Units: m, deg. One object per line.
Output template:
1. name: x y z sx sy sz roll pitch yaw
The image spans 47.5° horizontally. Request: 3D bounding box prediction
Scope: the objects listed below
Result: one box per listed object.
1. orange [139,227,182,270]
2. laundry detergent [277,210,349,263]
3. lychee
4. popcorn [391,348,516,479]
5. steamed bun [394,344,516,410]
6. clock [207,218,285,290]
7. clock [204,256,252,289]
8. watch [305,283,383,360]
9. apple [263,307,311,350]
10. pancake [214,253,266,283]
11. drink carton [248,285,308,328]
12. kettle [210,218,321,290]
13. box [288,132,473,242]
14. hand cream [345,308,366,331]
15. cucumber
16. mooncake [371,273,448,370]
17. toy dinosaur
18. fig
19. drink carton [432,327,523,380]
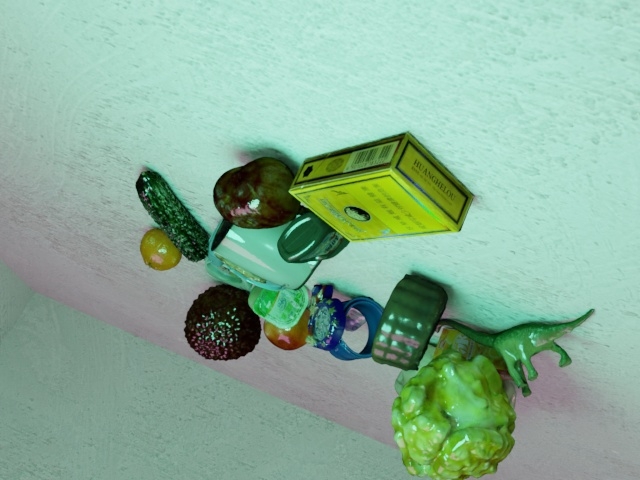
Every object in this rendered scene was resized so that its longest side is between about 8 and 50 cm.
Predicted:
1. orange: -0.486 0.031 2.217 0.135 0.117 0.135 16 159 6
2. laundry detergent: 0.000 0.000 1.585 0.078 0.144 0.222 52 -165 18
3. lychee: -0.309 0.267 2.398 0.264 0.300 0.264 31 131 44
4. popcorn: 0.307 0.397 1.647 0.335 0.274 0.279 -6 -146 -46
5. steamed bun: 0.369 0.468 2.094 0.339 0.247 0.352 24 162 9
6. clock: -0.166 0.053 1.948 0.274 0.094 0.223 26 159 2
7. clock: -0.269 0.074 2.151 0.148 0.060 0.188 23 157 10
8. watch: 0.077 0.229 1.987 0.200 0.196 0.171 15 170 -23
9. apple: -0.093 0.268 2.263 0.139 0.163 0.163 48 154 -9
10. pancake: -0.198 0.071 1.826 0.151 0.025 0.151 32 173 4
11. drink carton: -0.133 0.174 2.139 0.144 0.146 0.142 35 164 -19
12. kettle: -0.129 0.018 1.743 0.236 0.161 0.221 30 152 -16
13. box: 0.105 -0.087 1.361 0.193 0.084 0.301 39 154 -28
14. hand cream: 0.098 0.225 2.117 0.084 0.053 0.142 28 148 -2
15. cucumber: -0.399 -0.064 1.942 0.096 0.096 0.359 14 156 27
16. mooncake: 0.211 0.197 1.698 0.124 0.228 0.228 20 157 13
17. toy dinosaur: 0.442 0.199 1.698 0.087 0.301 0.447 8 137 -30
18. fig: -0.091 -0.087 1.525 0.170 0.145 0.274 -21 158 33
19. drink carton: 0.403 0.289 1.854 0.223 0.096 0.071 2 150 44
